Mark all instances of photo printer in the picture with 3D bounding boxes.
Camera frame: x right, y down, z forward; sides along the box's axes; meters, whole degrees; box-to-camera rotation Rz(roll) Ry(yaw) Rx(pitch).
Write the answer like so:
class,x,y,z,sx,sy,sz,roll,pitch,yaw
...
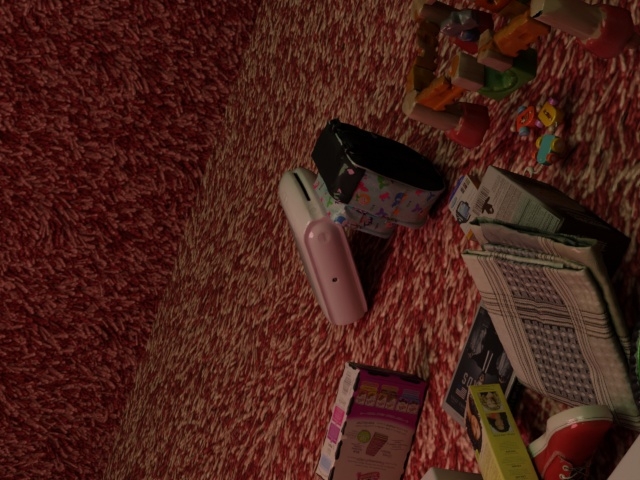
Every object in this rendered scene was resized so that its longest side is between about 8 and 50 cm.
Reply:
class,x,y,z,sx,sy,sz,roll,pitch,yaw
photo printer,0.000,0.000,2.325,0.256,0.107,0.307,-116,7,-56

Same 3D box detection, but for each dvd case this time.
class,x,y,z,sx,sy,sz,roll,pitch,yaw
dvd case,0.302,0.227,1.859,0.179,0.030,0.238,38,111,63

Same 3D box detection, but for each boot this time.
class,x,y,z,sx,sy,sz,roll,pitch,yaw
boot,0.375,0.353,1.539,0.244,0.088,0.176,105,164,-57

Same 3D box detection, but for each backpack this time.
class,x,y,z,sx,sy,sz,roll,pitch,yaw
backpack,0.119,-0.120,2.157,0.225,0.254,0.191,-116,42,-52

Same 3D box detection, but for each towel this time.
class,x,y,z,sx,sy,sz,roll,pitch,yaw
towel,0.346,0.122,1.582,0.312,0.056,0.324,18,133,64

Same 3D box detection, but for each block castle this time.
class,x,y,z,sx,sy,sz,roll,pitch,yaw
block castle,0.348,-0.380,1.843,0.453,0.213,0.303,-34,45,56

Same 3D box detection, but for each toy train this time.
class,x,y,z,sx,sy,sz,roll,pitch,yaw
toy train,0.394,-0.182,1.863,0.125,0.046,0.166,-46,35,49

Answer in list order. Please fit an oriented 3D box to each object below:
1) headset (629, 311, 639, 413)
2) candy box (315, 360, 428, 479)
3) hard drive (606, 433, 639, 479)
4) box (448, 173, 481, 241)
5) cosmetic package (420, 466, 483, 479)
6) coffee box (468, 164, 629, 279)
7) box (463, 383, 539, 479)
class,x,y,z,sx,sy,sz,roll,pitch,yaw
headset,0.535,0.085,1.314,0.243,0.185,0.394,-109,33,-56
candy box,0.100,0.366,2.053,0.071,0.159,0.233,19,94,66
hard drive,0.473,0.343,1.387,0.318,0.040,0.210,-60,29,17
box,0.291,-0.067,2.034,0.081,0.028,0.136,-63,26,27
cosmetic package,0.231,0.494,1.724,0.151,0.151,0.183,-58,31,32
coffee box,0.368,-0.024,1.721,0.098,0.141,0.246,-68,27,16
box,0.286,0.337,1.677,0.232,0.058,0.087,-105,15,-55
